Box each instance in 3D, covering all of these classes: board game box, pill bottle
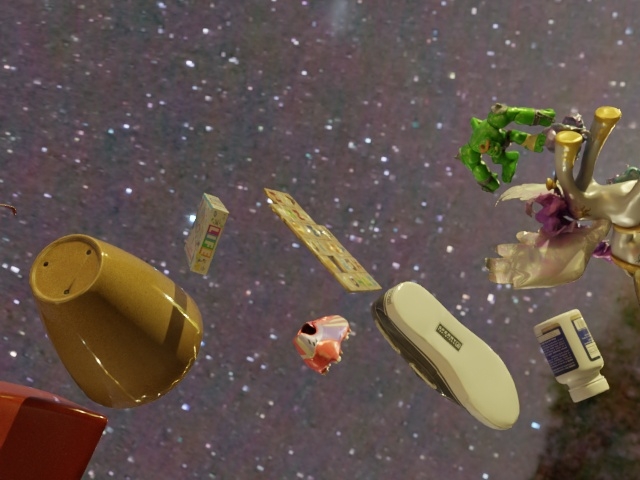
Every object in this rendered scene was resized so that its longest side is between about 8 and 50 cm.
[{"bbox_3d":[-0.183,-0.013,1.381,0.026,0.154,0.103,19,-83,-16],"label":"board game box"},{"bbox_3d":[0.562,0.258,1.940,0.112,0.112,0.187,-6,-111,-50],"label":"pill bottle"}]

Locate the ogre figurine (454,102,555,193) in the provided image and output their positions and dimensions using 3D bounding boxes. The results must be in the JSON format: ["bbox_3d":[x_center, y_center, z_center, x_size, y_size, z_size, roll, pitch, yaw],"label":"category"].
[{"bbox_3d":[0.333,-0.179,1.622,0.118,0.197,0.097,21,-123,-19],"label":"ogre figurine"}]

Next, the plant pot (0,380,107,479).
[{"bbox_3d":[-0.569,0.363,1.491,0.235,0.267,0.267,35,-110,-33],"label":"plant pot"}]

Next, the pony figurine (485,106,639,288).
[{"bbox_3d":[0.493,-0.064,1.610,0.363,0.351,0.303,82,-160,-44],"label":"pony figurine"}]

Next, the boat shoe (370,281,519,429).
[{"bbox_3d":[0.201,0.200,1.442,0.301,0.102,0.108,44,-126,-7],"label":"boat shoe"}]

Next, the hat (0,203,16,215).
[{"bbox_3d":[-0.445,-0.045,1.016,0.183,0.173,0.208,21,-139,-21],"label":"hat"}]

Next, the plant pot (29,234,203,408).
[{"bbox_3d":[-0.338,0.106,1.367,0.237,0.237,0.254,-57,-28,-21],"label":"plant pot"}]

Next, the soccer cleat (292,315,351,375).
[{"bbox_3d":[0.000,0.184,1.711,0.083,0.095,0.248,-43,6,13],"label":"soccer cleat"}]

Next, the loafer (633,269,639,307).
[{"bbox_3d":[0.491,0.110,1.257,0.056,0.050,0.148,6,-110,-57],"label":"loafer"}]

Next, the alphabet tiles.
[{"bbox_3d":[0.000,0.000,1.482,0.009,0.237,0.198,-45,-14,12],"label":"alphabet tiles"}]
